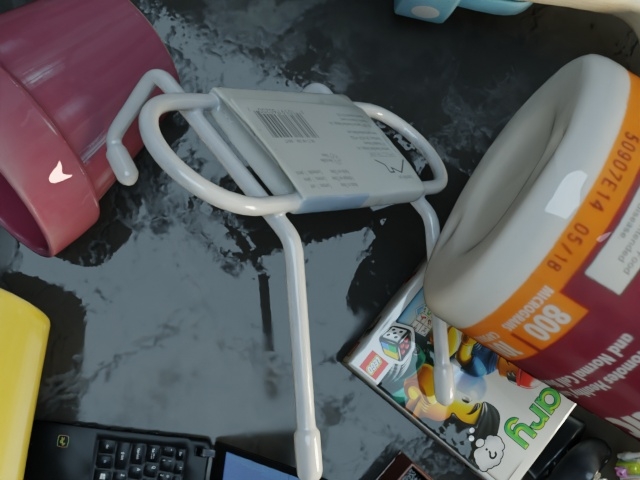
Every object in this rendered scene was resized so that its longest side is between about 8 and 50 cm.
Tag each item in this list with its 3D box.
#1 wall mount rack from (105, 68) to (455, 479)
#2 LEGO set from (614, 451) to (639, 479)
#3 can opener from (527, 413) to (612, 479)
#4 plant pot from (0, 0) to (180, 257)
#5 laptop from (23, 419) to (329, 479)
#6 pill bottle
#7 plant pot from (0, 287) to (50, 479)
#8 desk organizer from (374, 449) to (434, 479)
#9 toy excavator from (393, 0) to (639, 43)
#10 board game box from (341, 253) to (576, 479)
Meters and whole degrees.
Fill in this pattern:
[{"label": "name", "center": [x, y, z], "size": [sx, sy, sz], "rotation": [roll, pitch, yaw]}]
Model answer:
[{"label": "wall mount rack", "center": [0.000, 0.000, 0.633], "size": [0.304, 0.350, 0.130], "rotation": [53, 122, 19]}, {"label": "LEGO set", "center": [0.346, 0.175, 0.775], "size": [0.132, 0.107, 0.287], "rotation": [-8, 80, -42]}, {"label": "can opener", "center": [0.209, 0.257, 0.763], "size": [0.186, 0.073, 0.059], "rotation": [-53, 131, -4]}, {"label": "plant pot", "center": [-0.226, -0.116, 0.677], "size": [0.201, 0.201, 0.180], "rotation": [46, 66, -1]}, {"label": "laptop", "center": [-0.143, 0.290, 0.671], "size": [0.264, 0.136, 0.234], "rotation": [8, 84, -6]}, {"label": "pill bottle", "center": [0.296, 0.057, 0.599], "size": [0.392, 0.224, 0.224], "rotation": [31, 83, -4]}, {"label": "plant pot", "center": [-0.331, 0.146, 0.619], "size": [0.254, 0.254, 0.239], "rotation": [18, 69, -5]}, {"label": "desk organizer", "center": [0.053, 0.262, 0.739], "size": [0.047, 0.050, 0.130], "rotation": [43, 82, -2]}, {"label": "toy excavator", "center": [0.201, -0.272, 0.704], "size": [0.445, 0.222, 0.433], "rotation": [9, 82, -5]}, {"label": "board game box", "center": [0.190, 0.060, 0.769], "size": [0.193, 0.053, 0.305], "rotation": [39, 82, -2]}]
